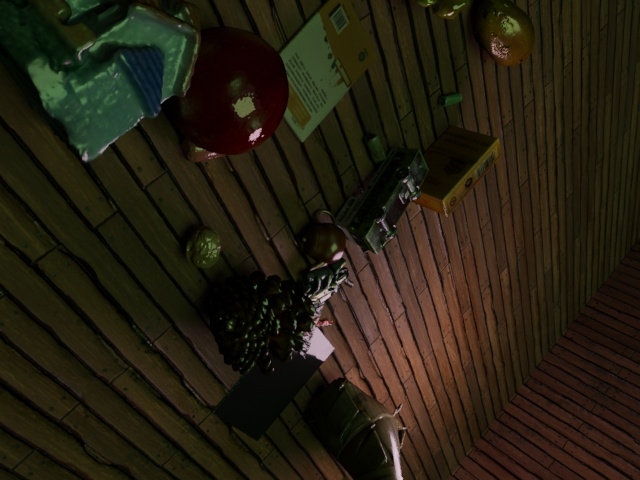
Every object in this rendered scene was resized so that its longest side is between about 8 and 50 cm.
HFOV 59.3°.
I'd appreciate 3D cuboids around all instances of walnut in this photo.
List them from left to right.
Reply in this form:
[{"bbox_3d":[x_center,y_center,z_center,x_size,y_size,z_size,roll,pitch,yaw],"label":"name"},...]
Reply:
[{"bbox_3d":[-0.257,0.016,1.233,0.082,0.079,0.096,-2,113,-42],"label":"walnut"}]

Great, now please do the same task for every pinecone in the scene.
[{"bbox_3d":[-0.123,0.190,1.351,0.292,0.246,0.247,-8,118,-54],"label":"pinecone"}]

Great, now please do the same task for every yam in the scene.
[{"bbox_3d":[0.148,-0.247,1.513,0.043,0.043,0.094,-44,134,-18],"label":"yam"}]

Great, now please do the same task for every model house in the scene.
[{"bbox_3d":[-0.308,-0.318,0.837,0.329,0.295,0.252,-37,137,-21],"label":"model house"}]

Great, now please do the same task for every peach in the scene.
[{"bbox_3d":[-0.176,-0.282,1.056,0.243,0.199,0.244,6,78,-33],"label":"peach"}]

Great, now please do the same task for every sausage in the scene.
[{"bbox_3d":[-0.212,-0.204,1.168,0.154,0.062,0.062,-22,126,-34],"label":"sausage"}]

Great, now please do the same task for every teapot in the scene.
[{"bbox_3d":[0.000,0.000,1.468,0.116,0.116,0.173,22,69,-48],"label":"teapot"}]

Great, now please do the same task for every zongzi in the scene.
[{"bbox_3d":[0.207,0.713,1.795,0.218,0.467,0.500,-38,139,7],"label":"zongzi"}]

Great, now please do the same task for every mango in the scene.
[{"bbox_3d":[0.533,-0.609,1.630,0.248,0.151,0.156,30,58,-42],"label":"mango"}]

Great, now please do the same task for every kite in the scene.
[{"bbox_3d":[-0.029,0.240,1.625,0.189,0.009,0.232,5,108,-45],"label":"kite"}]

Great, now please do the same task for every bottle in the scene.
[{"bbox_3d":[0.384,-0.416,1.658,0.083,0.030,0.030,-22,126,-36],"label":"bottle"}]

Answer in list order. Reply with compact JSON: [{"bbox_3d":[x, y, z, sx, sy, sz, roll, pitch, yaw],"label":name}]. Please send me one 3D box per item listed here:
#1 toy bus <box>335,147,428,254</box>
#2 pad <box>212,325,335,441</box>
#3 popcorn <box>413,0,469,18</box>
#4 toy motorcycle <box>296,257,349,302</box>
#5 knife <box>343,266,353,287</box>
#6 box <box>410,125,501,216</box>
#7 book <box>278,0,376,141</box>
[{"bbox_3d":[0.173,-0.116,1.545,0.302,0.139,0.113,-56,139,-17],"label":"toy bus"},{"bbox_3d":[-0.122,0.397,1.632,0.367,0.007,0.248,-49,137,-14],"label":"pad"},{"bbox_3d":[0.302,-0.644,1.333,0.237,0.205,0.251,-68,158,-16],"label":"popcorn"},{"bbox_3d":[-0.004,0.118,1.548,0.193,0.061,0.124,-38,140,-10],"label":"toy motorcycle"},{"bbox_3d":[0.046,0.072,1.602,0.045,0.021,0.222,-42,135,2],"label":"knife"},{"bbox_3d":[0.380,-0.211,1.660,0.274,0.174,0.076,-46,135,-17],"label":"box"},{"bbox_3d":[0.001,-0.401,1.299,0.295,0.020,0.208,-50,137,-11],"label":"book"}]
